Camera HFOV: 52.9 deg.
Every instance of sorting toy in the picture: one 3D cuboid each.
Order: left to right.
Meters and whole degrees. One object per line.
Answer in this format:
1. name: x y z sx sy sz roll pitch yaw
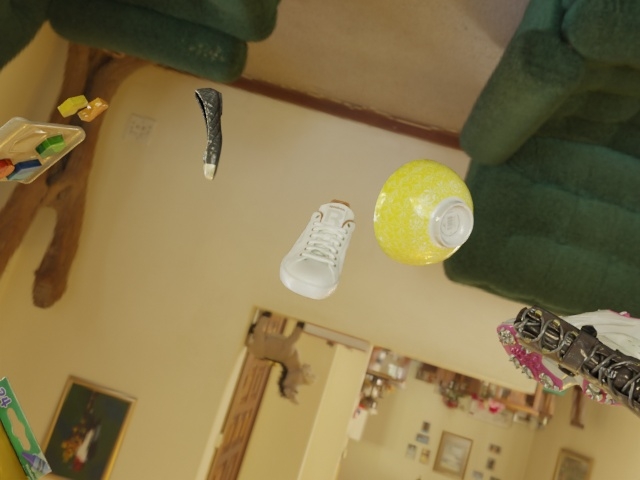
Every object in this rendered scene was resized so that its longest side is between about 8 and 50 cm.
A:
1. sorting toy: -0.615 -0.213 1.408 0.041 0.307 0.229 57 -168 5

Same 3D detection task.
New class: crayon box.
1. crayon box: -0.681 0.423 1.207 0.203 0.322 0.083 59 -162 9

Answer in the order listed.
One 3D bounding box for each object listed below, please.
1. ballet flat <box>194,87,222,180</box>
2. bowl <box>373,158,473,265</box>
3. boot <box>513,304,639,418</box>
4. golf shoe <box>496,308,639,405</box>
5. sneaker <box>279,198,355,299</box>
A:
1. ballet flat: -0.199 -0.187 1.136 0.049 0.173 0.057 2 163 -15
2. bowl: 0.297 -0.057 1.651 0.289 0.290 0.156 24 -179 -34
3. boot: 0.315 0.147 0.702 0.228 0.091 0.263 31 -178 18
4. golf shoe: 0.400 0.163 0.999 0.115 0.140 0.306 63 163 -12
5. sneaker: 0.000 0.000 1.142 0.105 0.123 0.290 17 -157 2
